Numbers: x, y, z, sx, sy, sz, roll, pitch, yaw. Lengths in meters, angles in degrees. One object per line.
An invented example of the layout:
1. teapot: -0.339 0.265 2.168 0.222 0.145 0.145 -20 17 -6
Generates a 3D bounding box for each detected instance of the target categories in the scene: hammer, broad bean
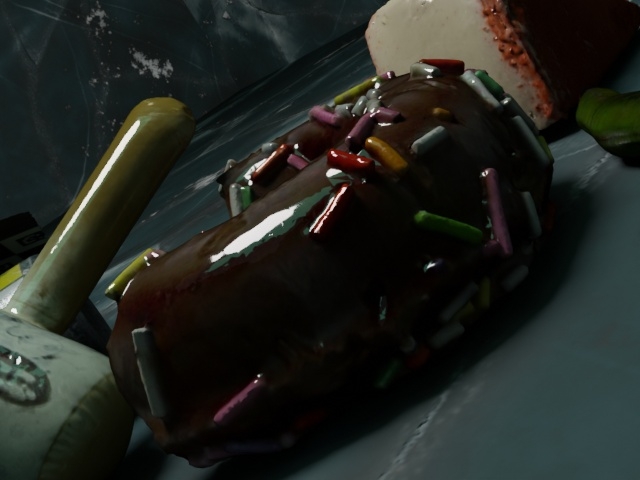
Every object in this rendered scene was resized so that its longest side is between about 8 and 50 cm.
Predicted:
1. hammer: -0.179 0.021 0.696 0.113 0.202 0.305 82 -148 -65
2. broad bean: 0.208 -0.075 0.628 0.060 0.043 0.297 -23 11 -3

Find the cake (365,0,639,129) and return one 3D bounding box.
1. cake: 0.164 -0.191 0.900 0.158 0.159 0.262 -25 13 42

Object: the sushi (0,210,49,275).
1. sushi: -0.313 0.062 0.870 0.192 0.050 0.215 -21 -14 -8

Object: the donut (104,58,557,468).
1. donut: 0.019 -0.013 0.648 0.259 0.136 0.345 -30 14 23

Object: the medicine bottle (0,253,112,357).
1. medicine bottle: -0.301 0.145 0.789 0.293 0.141 0.141 -35 13 -8
